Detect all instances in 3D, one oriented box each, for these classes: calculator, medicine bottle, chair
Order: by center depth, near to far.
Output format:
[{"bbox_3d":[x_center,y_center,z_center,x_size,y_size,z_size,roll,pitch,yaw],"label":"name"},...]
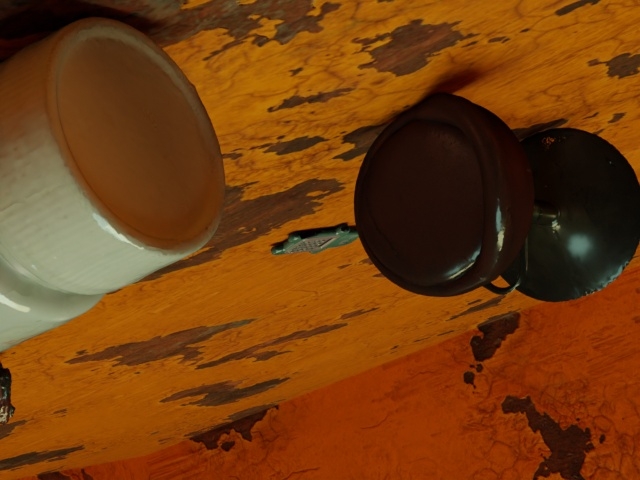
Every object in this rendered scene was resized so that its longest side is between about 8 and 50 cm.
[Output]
[{"bbox_3d":[-0.276,-0.016,1.095,0.371,0.211,0.211,-23,166,30],"label":"medicine bottle"},{"bbox_3d":[0.196,-0.043,1.572,0.226,0.226,0.401,-23,165,29],"label":"chair"},{"bbox_3d":[0.000,0.000,1.970,0.141,0.019,0.094,-7,162,-37],"label":"calculator"}]

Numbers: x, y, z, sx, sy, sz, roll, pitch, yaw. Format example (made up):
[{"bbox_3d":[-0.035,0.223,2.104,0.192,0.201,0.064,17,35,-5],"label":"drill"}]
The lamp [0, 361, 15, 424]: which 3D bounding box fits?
[{"bbox_3d":[-0.598,0.249,2.102,0.253,0.118,0.118,-7,165,-25],"label":"lamp"}]
